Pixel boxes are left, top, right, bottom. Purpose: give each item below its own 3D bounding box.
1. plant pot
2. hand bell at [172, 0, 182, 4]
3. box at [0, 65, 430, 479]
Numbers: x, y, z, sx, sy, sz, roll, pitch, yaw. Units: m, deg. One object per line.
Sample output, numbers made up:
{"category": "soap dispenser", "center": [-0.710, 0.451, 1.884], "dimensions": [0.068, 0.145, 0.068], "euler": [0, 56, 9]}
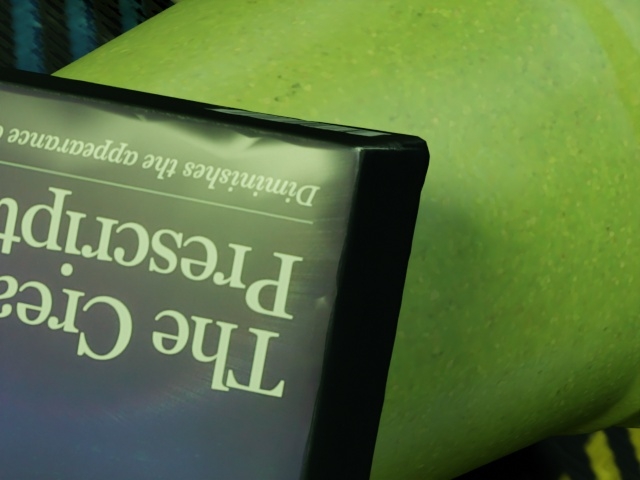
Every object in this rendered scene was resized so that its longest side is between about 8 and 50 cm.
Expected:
{"category": "plant pot", "center": [0.000, 0.000, 0.631], "dimensions": [0.254, 0.276, 0.276], "euler": [-27, 66, -32]}
{"category": "hand bell", "center": [-0.164, -0.180, 0.824], "dimensions": [0.242, 0.126, 0.126], "euler": [7, 45, -9]}
{"category": "box", "center": [-0.118, 0.040, 0.457], "dimensions": [0.261, 0.184, 0.103], "euler": [11, 8, 12]}
